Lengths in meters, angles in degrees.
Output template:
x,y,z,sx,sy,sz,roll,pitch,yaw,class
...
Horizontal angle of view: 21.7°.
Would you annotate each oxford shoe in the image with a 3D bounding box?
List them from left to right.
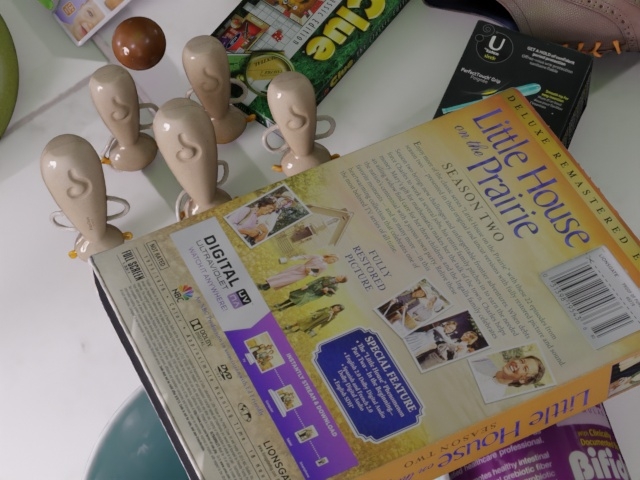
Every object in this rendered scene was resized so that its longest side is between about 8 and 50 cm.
x,y,z,sx,sy,sz,roll,pitch,yaw,class
0.272,-0.218,1.647,0.363,0.130,0.133,26,82,22,oxford shoe

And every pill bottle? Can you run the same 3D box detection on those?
x,y,z,sx,sy,sz,roll,pitch,yaw,class
0.177,0.206,1.420,0.169,0.169,0.301,-16,65,-3,pill bottle

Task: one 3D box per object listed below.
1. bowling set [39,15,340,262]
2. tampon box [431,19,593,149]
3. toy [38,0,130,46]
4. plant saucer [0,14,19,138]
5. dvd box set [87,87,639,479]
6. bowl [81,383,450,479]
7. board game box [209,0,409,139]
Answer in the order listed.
x,y,z,sx,sy,sz,roll,pitch,yaw,class
-0.135,-0.115,1.630,0.287,0.154,0.200,-14,46,0,bowling set
0.177,-0.107,1.601,0.120,0.101,0.161,20,68,13,tampon box
-0.210,-0.325,1.697,0.237,0.056,0.137,-40,85,16,toy
-0.421,-0.168,1.660,0.241,0.037,0.241,1,85,-13,plant saucer
0.055,0.056,1.387,0.420,0.062,0.308,-23,53,-14,dvd box set
-0.040,0.254,1.419,0.311,0.163,0.311,-2,66,4,bowl
-0.006,-0.233,1.717,0.136,0.030,0.260,35,72,16,board game box
